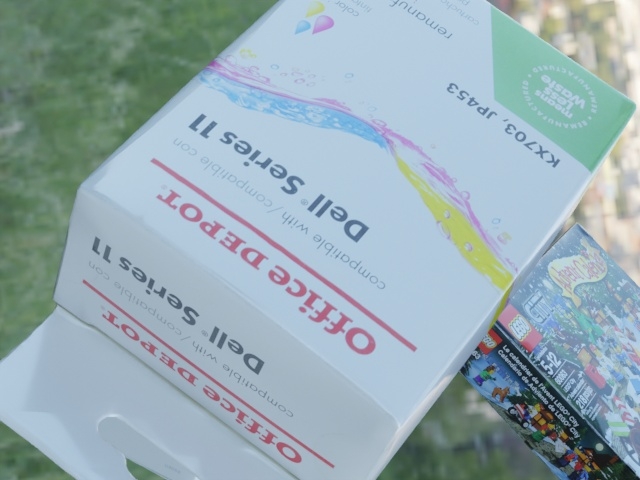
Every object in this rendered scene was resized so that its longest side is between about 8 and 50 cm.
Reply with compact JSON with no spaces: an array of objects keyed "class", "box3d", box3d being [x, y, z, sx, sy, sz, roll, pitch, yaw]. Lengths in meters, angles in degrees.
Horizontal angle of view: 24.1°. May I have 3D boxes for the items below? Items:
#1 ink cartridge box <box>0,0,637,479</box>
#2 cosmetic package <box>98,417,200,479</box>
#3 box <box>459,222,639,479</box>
[{"class":"ink cartridge box","box3d":[0.000,0.000,0.823,0.353,0.207,0.119,-49,171,-36]},{"class":"cosmetic package","box3d":[-0.082,0.031,1.179,0.224,0.138,0.224,-48,160,-57]},{"class":"box","box3d":[0.187,0.086,1.020,0.159,0.044,0.233,47,28,5]}]
